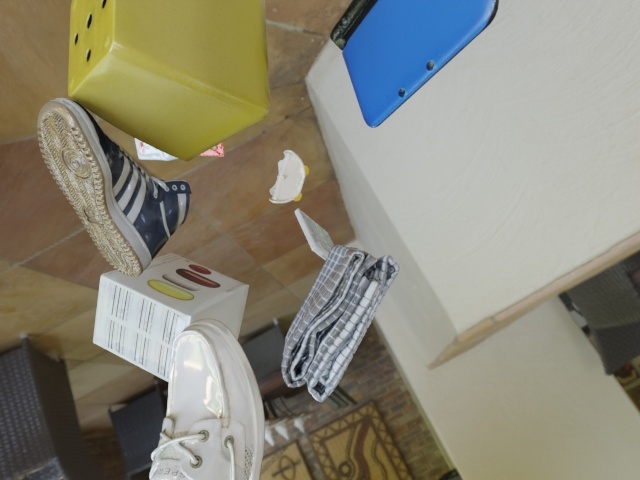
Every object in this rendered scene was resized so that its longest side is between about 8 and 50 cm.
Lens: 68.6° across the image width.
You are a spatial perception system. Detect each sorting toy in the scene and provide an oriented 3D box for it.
[{"bbox_3d":[-0.059,-0.099,0.751,0.045,0.075,0.083,16,93,-30],"label":"sorting toy"}]

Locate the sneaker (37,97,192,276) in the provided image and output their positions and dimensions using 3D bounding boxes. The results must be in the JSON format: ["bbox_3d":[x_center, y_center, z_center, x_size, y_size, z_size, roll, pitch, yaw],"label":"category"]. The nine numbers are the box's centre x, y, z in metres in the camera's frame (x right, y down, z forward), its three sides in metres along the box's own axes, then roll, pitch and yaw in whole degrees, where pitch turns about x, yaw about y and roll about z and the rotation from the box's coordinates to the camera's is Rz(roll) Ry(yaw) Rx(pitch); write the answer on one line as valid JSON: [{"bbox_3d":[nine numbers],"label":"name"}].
[{"bbox_3d":[-0.286,-0.096,0.693,0.153,0.099,0.282,-56,149,-42],"label":"sneaker"}]

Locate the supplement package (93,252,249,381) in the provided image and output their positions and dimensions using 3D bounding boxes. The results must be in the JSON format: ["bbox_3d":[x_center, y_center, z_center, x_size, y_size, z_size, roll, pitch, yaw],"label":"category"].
[{"bbox_3d":[-0.285,0.141,0.916,0.194,0.203,0.149,-28,135,-65],"label":"supplement package"}]

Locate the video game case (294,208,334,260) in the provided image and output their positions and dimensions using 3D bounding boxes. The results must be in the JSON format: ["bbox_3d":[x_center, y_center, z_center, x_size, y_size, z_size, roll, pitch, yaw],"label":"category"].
[{"bbox_3d":[0.000,0.000,1.511,0.022,0.190,0.173,-39,135,13],"label":"video game case"}]

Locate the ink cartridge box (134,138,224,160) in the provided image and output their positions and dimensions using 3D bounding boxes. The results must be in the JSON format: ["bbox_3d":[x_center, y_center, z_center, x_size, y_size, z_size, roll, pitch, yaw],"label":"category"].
[{"bbox_3d":[-0.282,-0.228,0.907,0.179,0.145,0.045,5,-156,21],"label":"ink cartridge box"}]

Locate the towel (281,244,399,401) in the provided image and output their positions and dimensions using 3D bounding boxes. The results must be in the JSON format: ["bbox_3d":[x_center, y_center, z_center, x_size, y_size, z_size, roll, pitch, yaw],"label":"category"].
[{"bbox_3d":[0.025,0.138,0.912,0.284,0.121,0.235,-60,180,-3],"label":"towel"}]

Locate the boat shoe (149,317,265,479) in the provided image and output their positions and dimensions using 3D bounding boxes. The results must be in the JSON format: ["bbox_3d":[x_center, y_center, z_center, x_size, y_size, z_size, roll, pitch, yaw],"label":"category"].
[{"bbox_3d":[-0.114,0.215,0.452,0.098,0.277,0.096,-18,167,30],"label":"boat shoe"}]

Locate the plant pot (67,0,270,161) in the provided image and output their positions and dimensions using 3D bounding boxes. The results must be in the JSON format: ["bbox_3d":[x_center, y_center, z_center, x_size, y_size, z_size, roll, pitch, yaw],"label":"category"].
[{"bbox_3d":[-0.209,-0.251,0.619,0.212,0.212,0.187,-14,166,42],"label":"plant pot"}]

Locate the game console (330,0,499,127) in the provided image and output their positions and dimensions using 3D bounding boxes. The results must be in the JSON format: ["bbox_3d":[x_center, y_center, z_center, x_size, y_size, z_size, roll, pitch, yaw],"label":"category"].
[{"bbox_3d":[0.157,-0.355,0.704,0.250,0.173,0.293,-47,-172,-30],"label":"game console"}]
